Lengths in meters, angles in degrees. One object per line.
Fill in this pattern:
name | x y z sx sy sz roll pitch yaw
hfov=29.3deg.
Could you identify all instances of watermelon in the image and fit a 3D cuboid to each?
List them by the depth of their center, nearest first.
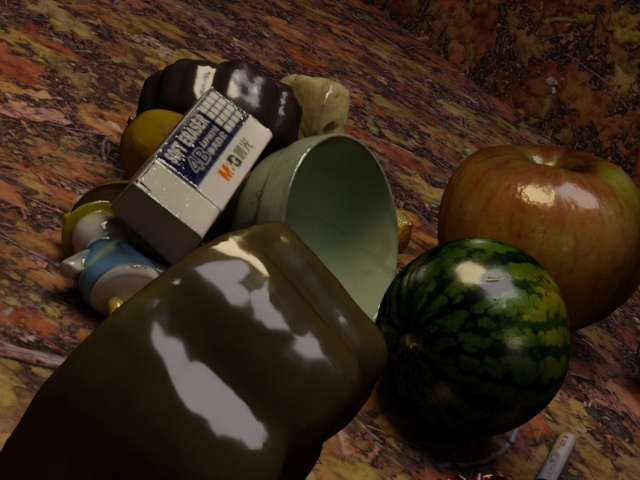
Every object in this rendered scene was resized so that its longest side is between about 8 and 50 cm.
watermelon | 0.216 0.136 1.742 0.285 0.285 0.285 25 20 -10

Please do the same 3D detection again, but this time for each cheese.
cheese | -0.027 -0.161 2.181 0.093 0.263 0.159 10 4 -37

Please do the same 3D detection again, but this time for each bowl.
bowl | -0.022 -0.003 1.811 0.163 0.307 0.307 2 1 37

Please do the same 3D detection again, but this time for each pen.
pen | 0.338 0.334 1.788 0.033 0.033 0.269 34 20 13

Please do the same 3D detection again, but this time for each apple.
apple | 0.413 0.003 2.284 0.400 0.334 0.400 4 19 -1

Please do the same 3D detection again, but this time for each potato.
potato | -0.223 -0.028 1.816 0.261 0.100 0.120 33 21 11

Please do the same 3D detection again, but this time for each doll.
doll | -0.278 0.027 1.619 0.135 0.099 0.241 -23 40 -14

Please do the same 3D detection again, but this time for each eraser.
eraser | -0.176 -0.095 1.718 0.130 0.086 0.287 41 37 -8

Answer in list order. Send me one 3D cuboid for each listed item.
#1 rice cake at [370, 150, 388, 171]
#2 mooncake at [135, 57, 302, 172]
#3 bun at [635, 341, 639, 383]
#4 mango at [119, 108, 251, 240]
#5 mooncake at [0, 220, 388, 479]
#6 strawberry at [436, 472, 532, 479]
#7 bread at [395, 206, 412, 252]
rice cake | -0.035 -0.205 2.548 0.399 0.064 0.070 17 13 -29
mooncake | -0.171 -0.209 2.070 0.283 0.283 0.141 18 66 -28
bun | 0.664 0.254 2.288 0.178 0.128 0.193 24 9 -13
mango | -0.172 -0.081 1.921 0.331 0.142 0.195 36 -1 -5
mooncake | -0.103 0.174 1.121 0.201 0.378 0.378 45 23 11
strawberry | 0.166 0.377 1.319 0.233 0.234 0.178 26 48 -9
bread | 0.098 -0.047 2.353 0.103 0.065 0.187 4 30 -39
